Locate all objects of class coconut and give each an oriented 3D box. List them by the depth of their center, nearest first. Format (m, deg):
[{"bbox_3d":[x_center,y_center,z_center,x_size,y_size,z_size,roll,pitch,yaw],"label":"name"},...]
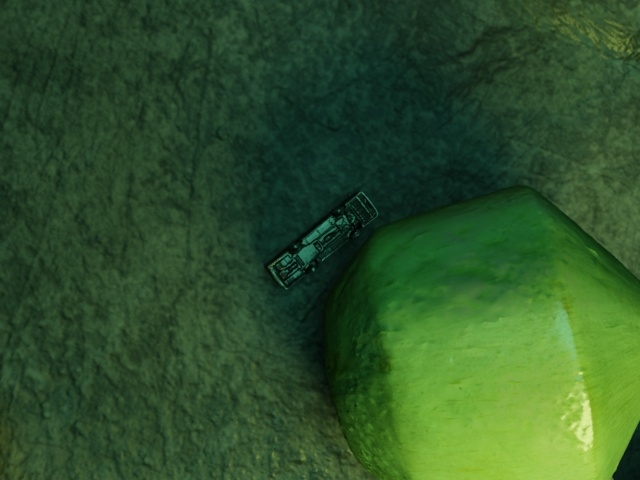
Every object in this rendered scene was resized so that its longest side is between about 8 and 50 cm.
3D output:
[{"bbox_3d":[0.171,0.104,0.806,0.328,0.281,0.328,-8,62,15],"label":"coconut"}]

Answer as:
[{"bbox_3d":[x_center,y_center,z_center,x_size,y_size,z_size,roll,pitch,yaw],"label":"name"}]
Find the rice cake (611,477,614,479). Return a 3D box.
[{"bbox_3d":[0.350,0.348,0.936,0.055,0.049,0.270,-32,92,-13],"label":"rice cake"}]

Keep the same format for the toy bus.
[{"bbox_3d":[0.000,0.000,0.895,0.130,0.052,0.037,-39,98,-10],"label":"toy bus"}]
